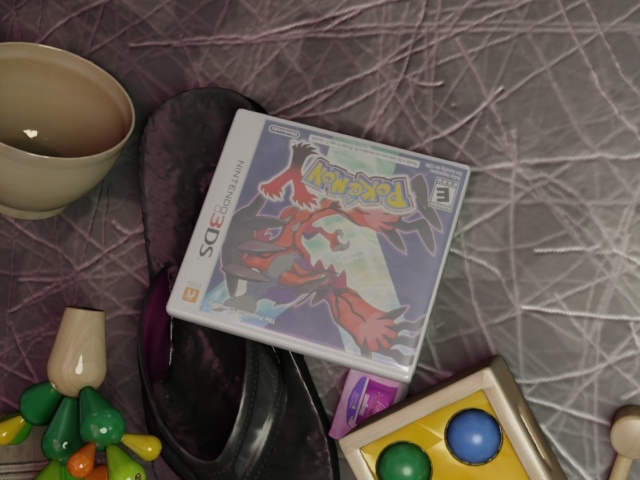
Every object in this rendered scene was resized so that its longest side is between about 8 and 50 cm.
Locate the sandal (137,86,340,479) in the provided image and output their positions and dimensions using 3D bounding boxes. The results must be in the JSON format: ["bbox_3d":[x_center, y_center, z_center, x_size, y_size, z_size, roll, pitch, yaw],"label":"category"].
[{"bbox_3d":[-0.096,0.088,0.905,0.168,0.107,0.445,-13,82,22],"label":"sandal"}]

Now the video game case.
[{"bbox_3d":[0.000,0.000,0.856,0.201,0.023,0.183,15,74,9],"label":"video game case"}]

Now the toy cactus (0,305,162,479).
[{"bbox_3d":[-0.200,0.148,0.901,0.219,0.112,0.180,8,89,58],"label":"toy cactus"}]

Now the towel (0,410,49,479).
[{"bbox_3d":[-0.356,0.333,1.050,0.324,0.056,0.312,-11,80,25],"label":"towel"}]

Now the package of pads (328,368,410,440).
[{"bbox_3d":[0.044,0.130,0.882,0.050,0.032,0.083,20,96,23],"label":"package of pads"}]

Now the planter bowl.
[{"bbox_3d":[-0.261,-0.089,0.974,0.162,0.162,0.109,44,132,19],"label":"planter bowl"}]

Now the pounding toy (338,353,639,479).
[{"bbox_3d":[0.149,0.178,0.788,0.206,0.094,0.181,-29,84,14],"label":"pounding toy"}]
